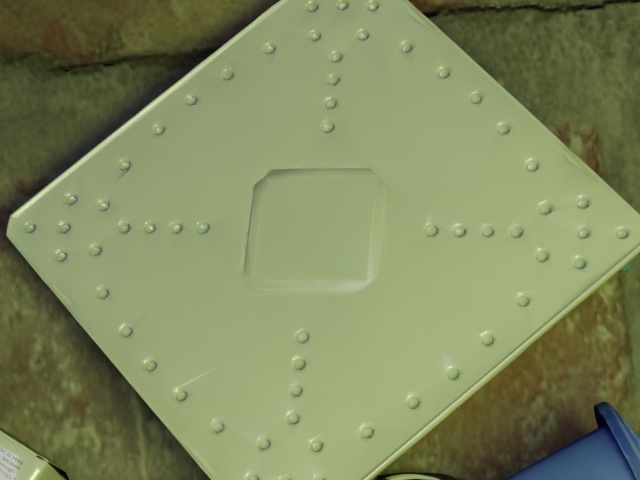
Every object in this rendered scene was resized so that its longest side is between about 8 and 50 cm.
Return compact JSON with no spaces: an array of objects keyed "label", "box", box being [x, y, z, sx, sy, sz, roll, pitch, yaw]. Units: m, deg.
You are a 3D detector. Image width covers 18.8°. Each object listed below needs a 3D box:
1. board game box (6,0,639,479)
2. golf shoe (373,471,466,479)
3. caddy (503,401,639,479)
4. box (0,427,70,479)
[{"label":"board game box","box":[0.000,0.000,1.591,0.390,0.050,0.390,-39,63,-8]},{"label":"golf shoe","box":[0.030,0.218,1.545,0.198,0.094,0.077,-12,75,1]},{"label":"caddy","box":[0.246,0.291,1.439,0.179,0.241,0.341,-23,74,3]},{"label":"box","box":[-0.375,0.212,1.549,0.262,0.127,0.231,30,77,11]}]
